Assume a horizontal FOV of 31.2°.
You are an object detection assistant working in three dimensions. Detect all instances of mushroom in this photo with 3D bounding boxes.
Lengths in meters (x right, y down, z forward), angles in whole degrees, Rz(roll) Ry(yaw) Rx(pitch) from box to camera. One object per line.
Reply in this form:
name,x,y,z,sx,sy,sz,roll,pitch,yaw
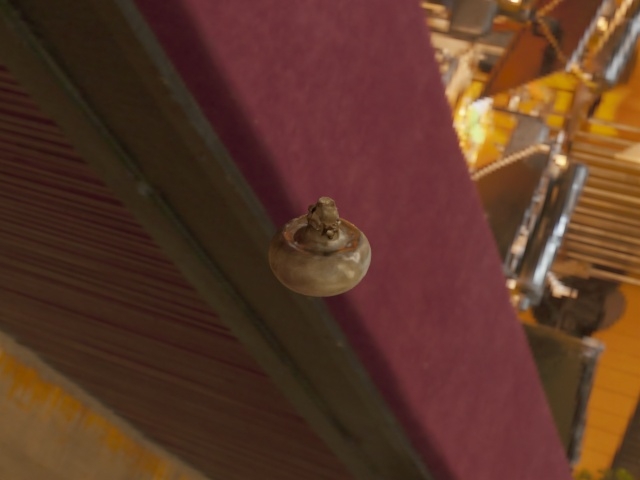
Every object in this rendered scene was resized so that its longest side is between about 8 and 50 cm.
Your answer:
mushroom,0.000,0.000,0.908,0.085,0.085,0.079,-44,142,-48
